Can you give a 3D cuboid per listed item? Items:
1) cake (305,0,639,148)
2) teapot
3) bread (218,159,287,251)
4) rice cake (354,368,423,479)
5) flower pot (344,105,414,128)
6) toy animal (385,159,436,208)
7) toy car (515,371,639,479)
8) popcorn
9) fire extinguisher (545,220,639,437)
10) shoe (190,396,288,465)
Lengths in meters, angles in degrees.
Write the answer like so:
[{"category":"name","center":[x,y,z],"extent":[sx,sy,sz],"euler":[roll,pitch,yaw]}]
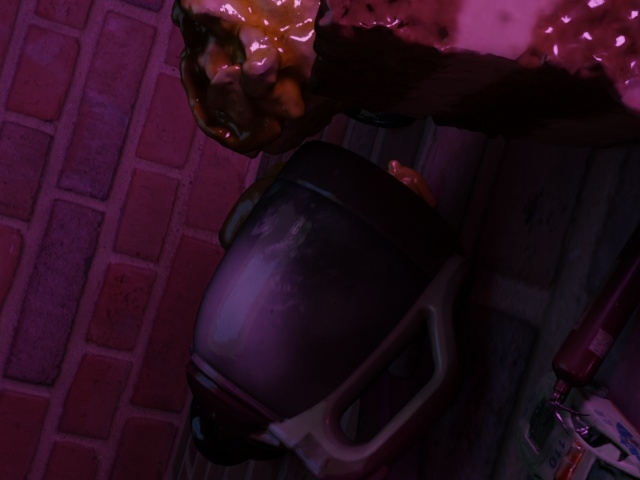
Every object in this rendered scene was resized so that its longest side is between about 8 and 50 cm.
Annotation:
[{"category":"cake","center":[0.152,-0.205,0.520],"extent":[0.282,0.290,0.256],"euler":[-147,73,-84]},{"category":"teapot","center":[0.012,0.096,0.784],"extent":[0.315,0.233,0.312],"euler":[32,81,34]},{"category":"bread","center":[0.000,0.000,1.035],"extent":[0.176,0.246,0.195],"euler":[-52,0,9]},{"category":"rice cake","center":[0.067,0.316,0.765],"extent":[0.070,0.064,0.399],"euler":[-36,39,50]},{"category":"flower pot","center":[0.083,-0.304,1.128],"extent":[0.148,0.235,0.235],"euler":[-57,10,-17]},{"category":"toy animal","center":[0.105,-0.055,1.011],"extent":[0.083,0.070,0.159],"euler":[62,171,7]},{"category":"toy car","center":[0.189,0.158,0.493],"extent":[0.186,0.058,0.094],"euler":[-115,44,-69]},{"category":"popcorn","center":[-0.050,-0.205,0.728],"extent":[0.259,0.212,0.259],"euler":[-34,-10,-7]},{"category":"fire extinguisher","center":[0.203,0.054,0.512],"extent":[0.173,0.035,0.049],"euler":[-55,4,-7]},{"category":"shoe","center":[-0.143,0.316,1.320],"extent":[0.237,0.171,0.384],"euler":[-64,15,13]}]
